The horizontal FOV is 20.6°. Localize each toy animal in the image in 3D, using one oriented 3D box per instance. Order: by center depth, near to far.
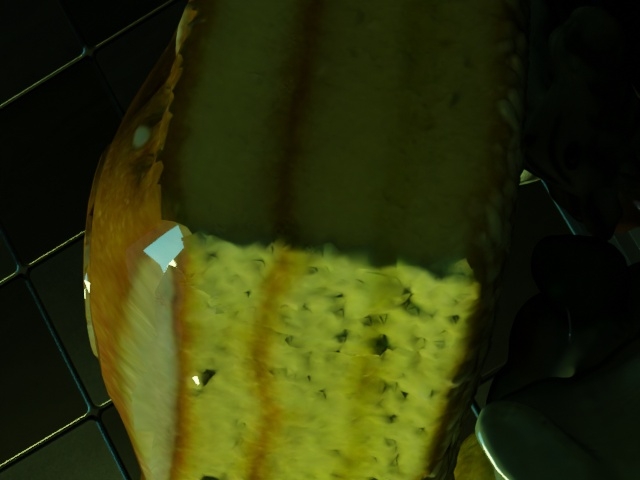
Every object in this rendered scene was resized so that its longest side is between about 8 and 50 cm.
[{"bbox_3d":[0.110,0.058,0.541,0.138,0.108,0.236,59,-174,7],"label":"toy animal"},{"bbox_3d":[0.059,-0.086,0.705,0.170,0.090,0.255,55,-171,-8],"label":"toy animal"}]

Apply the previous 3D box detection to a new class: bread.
[{"bbox_3d":[0.000,0.000,0.550,0.234,0.110,0.184,93,-174,-54],"label":"bread"}]

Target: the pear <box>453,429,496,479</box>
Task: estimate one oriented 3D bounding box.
[{"bbox_3d":[0.124,0.156,0.675,0.209,0.209,0.209,58,-174,-10],"label":"pear"}]
